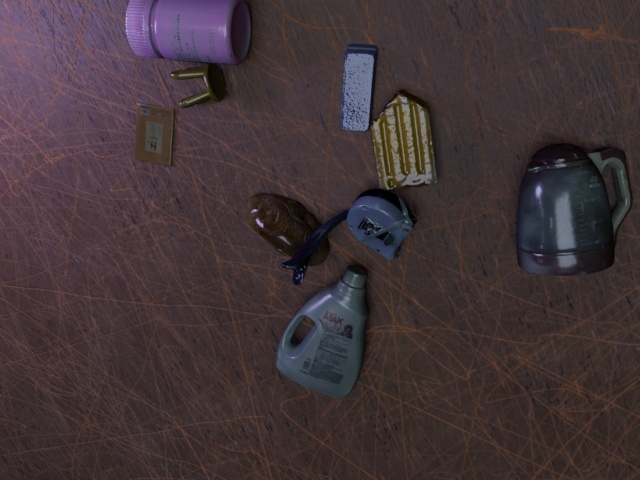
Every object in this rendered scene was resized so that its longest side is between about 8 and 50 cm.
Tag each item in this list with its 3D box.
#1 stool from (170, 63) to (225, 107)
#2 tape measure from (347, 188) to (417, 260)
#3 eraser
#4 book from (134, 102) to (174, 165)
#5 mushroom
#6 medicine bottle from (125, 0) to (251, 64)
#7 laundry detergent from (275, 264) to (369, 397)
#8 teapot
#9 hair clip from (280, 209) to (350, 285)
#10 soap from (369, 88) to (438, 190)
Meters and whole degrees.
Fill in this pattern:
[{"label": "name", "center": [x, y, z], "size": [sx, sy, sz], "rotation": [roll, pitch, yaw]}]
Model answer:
[{"label": "stool", "center": [-0.335, -0.430, 1.823], "size": [0.110, 0.134, 0.135], "rotation": [-7, 62, 20]}, {"label": "tape measure", "center": [0.164, -0.051, 1.812], "size": [0.181, 0.107, 0.182], "rotation": [27, 145, 6]}, {"label": "eraser", "center": [0.102, -0.408, 1.766], "size": [0.082, 0.036, 0.225], "rotation": [9, 111, 12]}, {"label": "book", "center": [-0.492, -0.314, 1.952], "size": [0.118, 0.012, 0.172], "rotation": [12, 111, 9]}, {"label": "mushroom", "center": [-0.105, -0.022, 1.888], "size": [0.286, 0.151, 0.156], "rotation": [36, 111, -1]}, {"label": "medicine bottle", "center": [-0.345, -0.562, 1.742], "size": [0.291, 0.178, 0.178], "rotation": [7, 110, 13]}, {"label": "laundry detergent", "center": [0.031, 0.256, 1.969], "size": [0.264, 0.124, 0.397], "rotation": [21, 111, 7]}, {"label": "teapot", "center": [0.649, -0.094, 1.667], "size": [0.315, 0.233, 0.312], "rotation": [-10, 103, -14]}, {"label": "hair clip", "center": [0.000, 0.000, 1.834], "size": [0.048, 0.275, 0.083], "rotation": [14, 146, 51]}, {"label": "soap", "center": [0.221, -0.270, 1.762], "size": [0.160, 0.080, 0.257], "rotation": [-6, 107, 14]}]
